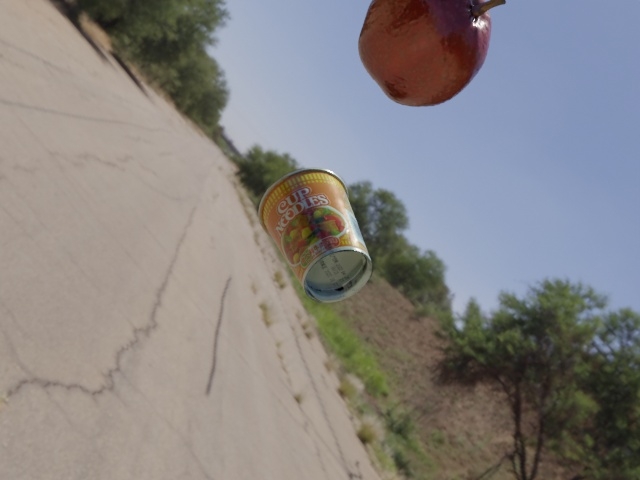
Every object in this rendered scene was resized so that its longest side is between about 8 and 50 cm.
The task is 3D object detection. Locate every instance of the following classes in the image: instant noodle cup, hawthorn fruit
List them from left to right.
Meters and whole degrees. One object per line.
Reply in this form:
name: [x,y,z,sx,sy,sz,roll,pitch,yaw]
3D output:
instant noodle cup: [0.000,0.000,1.198,0.168,0.168,0.185,52,9,-45]
hawthorn fruit: [0.167,-0.292,1.031,0.196,0.196,0.225,51,-34,-16]
